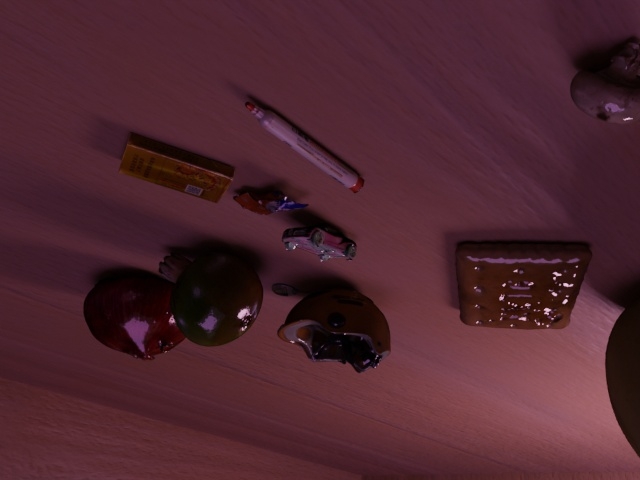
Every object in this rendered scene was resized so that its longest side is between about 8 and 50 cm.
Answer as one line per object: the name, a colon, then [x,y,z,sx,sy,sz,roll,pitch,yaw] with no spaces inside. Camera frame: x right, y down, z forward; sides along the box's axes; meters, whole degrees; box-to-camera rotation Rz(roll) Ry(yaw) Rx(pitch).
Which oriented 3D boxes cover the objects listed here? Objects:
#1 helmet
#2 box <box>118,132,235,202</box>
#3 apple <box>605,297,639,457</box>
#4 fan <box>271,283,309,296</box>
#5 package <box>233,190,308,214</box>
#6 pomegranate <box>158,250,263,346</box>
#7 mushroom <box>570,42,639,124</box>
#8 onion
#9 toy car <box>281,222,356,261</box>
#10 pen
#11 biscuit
helmet: [0.038,0.166,1.281,0.224,0.130,0.198,20,148,-1]
box: [-0.211,-0.103,0.942,0.156,0.022,0.089,16,153,-17]
apple: [0.663,0.246,1.071,0.357,0.357,0.357,6,153,3]
fan: [-0.065,0.107,1.329,0.080,0.003,0.060,18,151,-19]
package: [-0.075,-0.058,0.985,0.111,0.033,0.077,0,179,43]
pomegranate: [-0.211,0.094,1.191,0.210,0.180,0.180,31,158,17]
mushroom: [0.303,-0.162,0.654,0.085,0.085,0.079,9,124,-3]
onion: [-0.394,0.167,1.383,0.248,0.161,0.248,9,133,10]
toy car: [0.000,0.000,1.052,0.069,0.055,0.142,-6,161,42]
pen: [-0.018,-0.123,0.851,0.026,0.026,0.218,-18,143,40]
biscuit: [0.354,0.093,1.153,0.217,0.044,0.325,0,152,12]
